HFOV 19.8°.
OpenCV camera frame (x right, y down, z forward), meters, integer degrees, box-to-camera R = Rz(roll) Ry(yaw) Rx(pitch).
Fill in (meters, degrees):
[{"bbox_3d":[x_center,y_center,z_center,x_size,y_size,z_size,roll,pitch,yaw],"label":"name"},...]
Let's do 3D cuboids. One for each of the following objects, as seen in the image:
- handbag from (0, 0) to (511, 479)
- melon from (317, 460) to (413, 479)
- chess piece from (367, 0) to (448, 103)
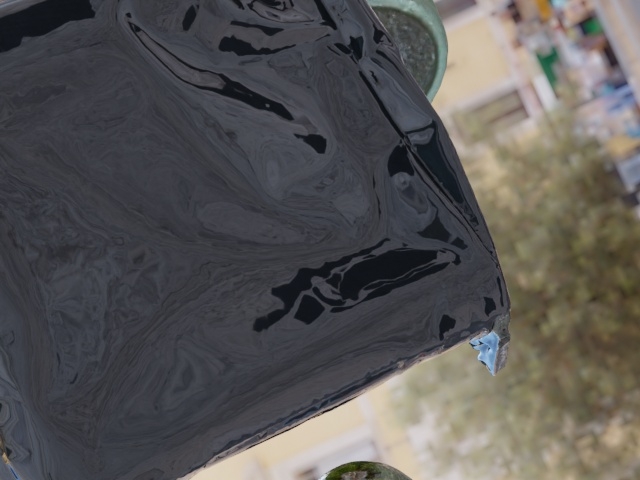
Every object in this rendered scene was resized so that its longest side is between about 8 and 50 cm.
[{"bbox_3d":[-0.088,0.001,0.882,0.275,0.302,0.178,62,149,4],"label":"handbag"},{"bbox_3d":[0.040,0.216,1.189,0.099,0.099,0.162,-101,-7,-63],"label":"melon"},{"bbox_3d":[-0.010,-0.228,1.660,0.176,0.175,0.298,59,-178,-43],"label":"chess piece"}]
